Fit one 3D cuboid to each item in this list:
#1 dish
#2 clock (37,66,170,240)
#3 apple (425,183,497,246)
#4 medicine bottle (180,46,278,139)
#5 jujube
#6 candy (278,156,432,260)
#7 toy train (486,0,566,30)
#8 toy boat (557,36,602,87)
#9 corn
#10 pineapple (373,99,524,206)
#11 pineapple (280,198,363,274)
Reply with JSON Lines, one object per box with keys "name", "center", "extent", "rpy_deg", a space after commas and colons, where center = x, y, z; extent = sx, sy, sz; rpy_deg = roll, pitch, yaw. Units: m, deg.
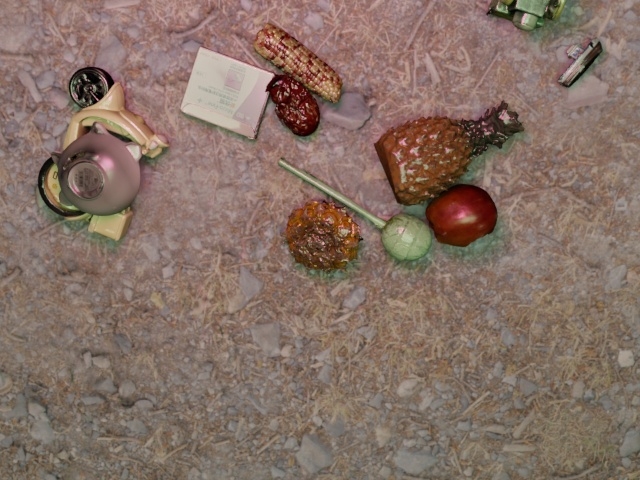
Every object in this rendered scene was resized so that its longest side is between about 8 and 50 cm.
{"name": "dish", "center": [-0.547, -0.156, 1.831], "extent": [0.228, 0.086, 0.236], "rpy_deg": [34, 106, -2]}
{"name": "clock", "center": [-0.533, -0.211, 1.917], "extent": [0.276, 0.120, 0.379], "rpy_deg": [25, 106, -3]}
{"name": "apple", "center": [0.345, -0.063, 1.920], "extent": [0.158, 0.156, 0.147], "rpy_deg": [-19, 144, -11]}
{"name": "medicine bottle", "center": [-0.224, -0.363, 1.911], "extent": [0.201, 0.052, 0.171], "rpy_deg": [21, 101, -3]}
{"name": "jujube", "center": [-0.059, -0.331, 1.881], "extent": [0.104, 0.104, 0.166], "rpy_deg": [-27, 127, 6]}
{"name": "candy", "center": [0.083, -0.086, 1.956], "extent": [0.440, 0.119, 0.119], "rpy_deg": [31, 101, 0]}
{"name": "toy train", "center": [0.498, -0.617, 1.787], "extent": [0.159, 0.188, 0.272], "rpy_deg": [17, 100, -4]}
{"name": "toy boat", "center": [0.627, -0.441, 1.895], "extent": [0.066, 0.059, 0.140], "rpy_deg": [45, 101, 18]}
{"name": "corn", "center": [-0.047, -0.427, 1.879], "extent": [0.253, 0.086, 0.086], "rpy_deg": [35, 100, -8]}
{"name": "pineapple", "center": [0.314, -0.228, 1.875], "extent": [0.362, 0.202, 0.202], "rpy_deg": [-25, 102, -3]}
{"name": "pineapple", "center": [0.000, 0.000, 1.946], "extent": [0.224, 0.076, 0.225], "rpy_deg": [9, 120, 17]}
